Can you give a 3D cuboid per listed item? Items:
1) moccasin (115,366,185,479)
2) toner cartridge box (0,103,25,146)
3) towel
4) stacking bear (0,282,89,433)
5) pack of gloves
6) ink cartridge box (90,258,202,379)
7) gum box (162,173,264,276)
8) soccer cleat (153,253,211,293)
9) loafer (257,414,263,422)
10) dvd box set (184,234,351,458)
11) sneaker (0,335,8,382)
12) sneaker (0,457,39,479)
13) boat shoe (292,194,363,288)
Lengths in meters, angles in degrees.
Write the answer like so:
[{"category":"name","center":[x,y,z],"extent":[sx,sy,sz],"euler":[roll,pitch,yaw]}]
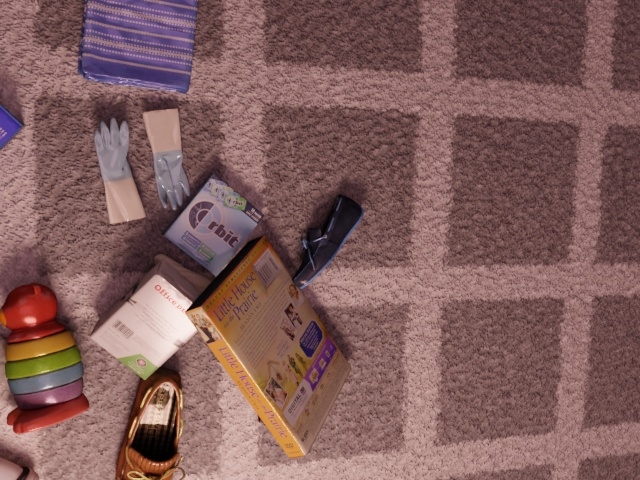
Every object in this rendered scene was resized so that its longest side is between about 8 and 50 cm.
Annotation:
[{"category":"moccasin","center":[-0.378,0.486,1.533],"extent":[0.139,0.147,0.380],"euler":[15,91,-20]},{"category":"toner cartridge box","center":[-0.787,-0.168,1.357],"extent":[0.348,0.075,0.165],"euler":[-47,109,-9]},{"category":"towel","center":[-0.391,-0.503,1.475],"extent":[0.243,0.040,0.336],"euler":[5,94,-20]},{"category":"stacking bear","center":[-0.599,0.235,1.430],"extent":[0.164,0.175,0.289],"euler":[-12,92,-32]},{"category":"pack of gloves","center":[-0.401,-0.170,1.518],"extent":[0.195,0.046,0.232],"euler":[-14,104,-29]},{"category":"ink cartridge box","center":[-0.370,0.174,1.494],"extent":[0.219,0.092,0.160],"euler":[-42,109,11]},{"category":"gum box","center":[-0.249,-0.037,1.575],"extent":[0.157,0.041,0.184],"euler":[40,84,-18]},{"category":"soccer cleat","center":[-0.304,0.094,1.564],"extent":[0.196,0.068,0.076],"euler":[48,61,-17]},{"category":"loafer","center":[-0.161,0.307,1.615],"extent":[0.095,0.109,0.303],"euler":[-27,106,-9]},{"category":"dvd box set","center":[-0.102,0.237,1.551],"extent":[0.420,0.062,0.308],"euler":[57,35,-16]},{"category":"sneaker","center":[-0.753,0.306,1.414],"extent":[0.126,0.091,0.240],"euler":[10,66,10]},{"category":"sneaker","center":[-0.794,0.588,1.412],"extent":[0.210,0.137,0.366],"euler":[46,76,-17]},{"category":"boat shoe","center":[0.000,0.000,1.648],"extent":[0.089,0.109,0.258],"euler":[40,66,-12]}]
